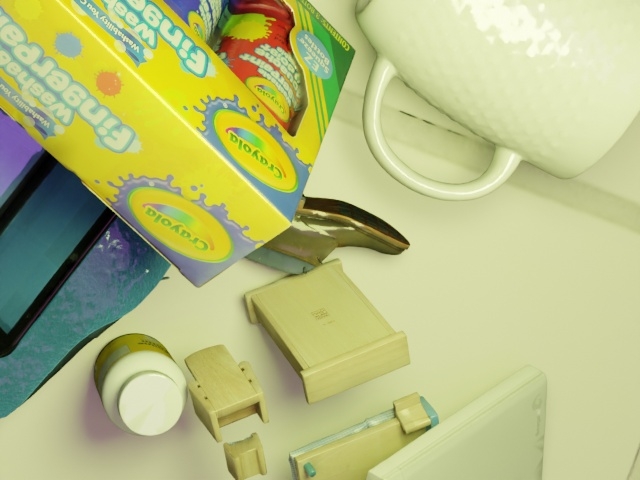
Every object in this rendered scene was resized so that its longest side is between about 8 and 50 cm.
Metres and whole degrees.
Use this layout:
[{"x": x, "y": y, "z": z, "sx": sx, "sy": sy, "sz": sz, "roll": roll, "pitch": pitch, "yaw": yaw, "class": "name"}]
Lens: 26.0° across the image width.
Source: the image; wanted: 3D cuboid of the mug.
[{"x": 0.200, "y": -0.227, "z": 1.697, "sx": 0.328, "sy": 0.276, "sz": 0.374, "roll": 27, "pitch": 96, "yaw": -11, "class": "mug"}]

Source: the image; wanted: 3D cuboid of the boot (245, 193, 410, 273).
[{"x": 0.000, "y": 0.000, "z": 1.779, "sx": 0.219, "sy": 0.082, "sz": 0.106, "roll": 21, "pitch": 106, "yaw": -11, "class": "boot"}]

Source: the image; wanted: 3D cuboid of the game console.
[{"x": -0.380, "y": -0.057, "z": 1.607, "sx": 0.250, "sy": 0.173, "sz": 0.293, "roll": 38, "pitch": 86, "yaw": -13, "class": "game console"}]

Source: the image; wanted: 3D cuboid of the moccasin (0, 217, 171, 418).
[{"x": -0.316, "y": 0.066, "z": 1.677, "sx": 0.342, "sy": 0.117, "sz": 0.138, "roll": -40, "pitch": 105, "yaw": -3, "class": "moccasin"}]

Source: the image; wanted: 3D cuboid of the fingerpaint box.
[{"x": -0.190, "y": -0.233, "z": 1.518, "sx": 0.163, "sy": 0.371, "sz": 0.445, "roll": -33, "pitch": 112, "yaw": 33, "class": "fingerpaint box"}]

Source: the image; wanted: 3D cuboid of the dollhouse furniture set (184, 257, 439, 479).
[{"x": -0.019, "y": 0.230, "z": 1.772, "sx": 0.286, "sy": 0.198, "sz": 0.303, "roll": -20, "pitch": 124, "yaw": -15, "class": "dollhouse furniture set"}]

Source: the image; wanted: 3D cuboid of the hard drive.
[{"x": 0.178, "y": 0.311, "z": 1.774, "sx": 0.307, "sy": 0.040, "sz": 0.203, "roll": -26, "pitch": 127, "yaw": -37, "class": "hard drive"}]

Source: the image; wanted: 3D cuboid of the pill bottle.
[{"x": -0.217, "y": 0.178, "z": 1.679, "sx": 0.103, "sy": 0.184, "sz": 0.103, "roll": -2, "pitch": 98, "yaw": -14, "class": "pill bottle"}]
